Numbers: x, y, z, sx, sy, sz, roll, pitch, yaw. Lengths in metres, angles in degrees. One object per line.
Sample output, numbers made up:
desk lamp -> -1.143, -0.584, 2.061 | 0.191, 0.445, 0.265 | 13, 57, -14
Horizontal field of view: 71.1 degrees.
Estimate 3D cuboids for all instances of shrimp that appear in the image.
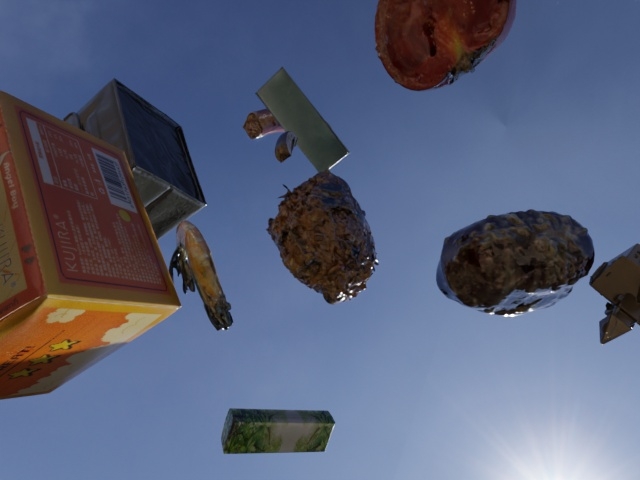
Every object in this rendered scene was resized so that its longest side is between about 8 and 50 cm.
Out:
shrimp -> -0.222, 0.074, 0.802 | 0.152, 0.046, 0.219 | -48, -116, 46

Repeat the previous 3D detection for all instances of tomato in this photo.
tomato -> 0.146, -0.248, 0.502 | 0.159, 0.091, 0.139 | -36, -98, 44

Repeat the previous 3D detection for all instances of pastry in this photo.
pastry -> 0.000, 0.000, 0.884 | 0.193, 0.275, 0.274 | -19, -84, 13

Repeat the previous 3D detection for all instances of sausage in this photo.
sausage -> -0.088, -0.351, 1.361 | 0.076, 0.302, 0.102 | 5, -81, 54

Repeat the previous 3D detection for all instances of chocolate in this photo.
chocolate -> 0.449, 0.037, 1.018 | 0.340, 0.210, 0.225 | -2, -116, -2

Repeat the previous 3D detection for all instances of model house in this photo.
model house -> 0.676, 0.136, 0.959 | 0.181, 0.248, 0.176 | 44, -25, 18

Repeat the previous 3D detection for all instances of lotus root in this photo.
lotus root -> -0.069, -0.180, 0.841 | 0.037, 0.083, 0.030 | -25, -59, 25

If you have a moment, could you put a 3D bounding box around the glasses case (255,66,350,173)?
glasses case -> -0.042, -0.304, 1.151 | 0.105, 0.056, 0.266 | -35, -80, 25

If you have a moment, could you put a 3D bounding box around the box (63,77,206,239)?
box -> -0.491, -0.202, 1.184 | 0.205, 0.251, 0.345 | -34, -120, 14

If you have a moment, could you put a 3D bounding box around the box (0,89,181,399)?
box -> -0.380, 0.022, 0.573 | 0.260, 0.214, 0.283 | -32, -113, 11

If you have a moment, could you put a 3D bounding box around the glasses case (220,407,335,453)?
glasses case -> -0.103, 0.473, 1.120 | 0.272, 0.062, 0.095 | 13, -77, -26
